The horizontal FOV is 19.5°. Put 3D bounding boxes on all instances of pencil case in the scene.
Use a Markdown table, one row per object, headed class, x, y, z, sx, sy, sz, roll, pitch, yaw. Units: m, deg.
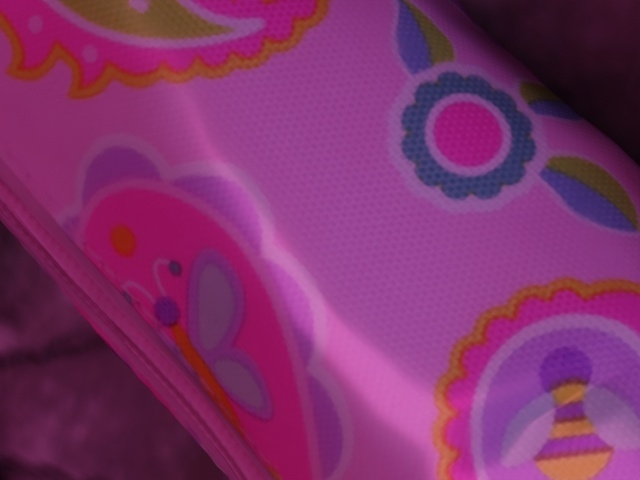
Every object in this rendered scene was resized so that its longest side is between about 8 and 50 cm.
| class | x | y | z | sx | sy | sz | roll | pitch | yaw |
| --- | --- | --- | --- | --- | --- | --- | --- | --- | --- |
| pencil case | 0.000 | 0.000 | 0.371 | 0.124 | 0.124 | 0.284 | -45 | 79 | 24 |
